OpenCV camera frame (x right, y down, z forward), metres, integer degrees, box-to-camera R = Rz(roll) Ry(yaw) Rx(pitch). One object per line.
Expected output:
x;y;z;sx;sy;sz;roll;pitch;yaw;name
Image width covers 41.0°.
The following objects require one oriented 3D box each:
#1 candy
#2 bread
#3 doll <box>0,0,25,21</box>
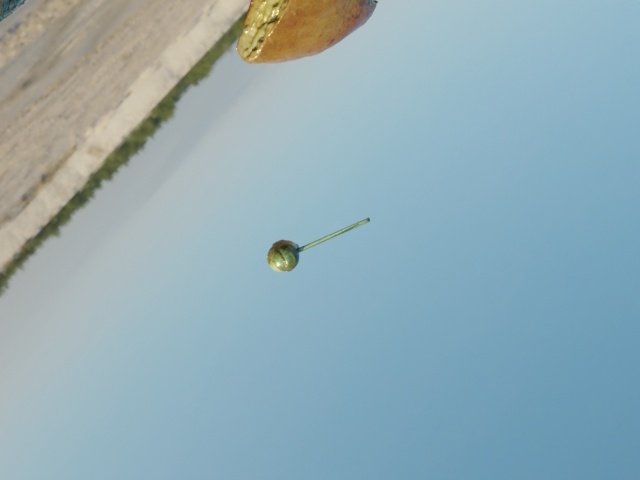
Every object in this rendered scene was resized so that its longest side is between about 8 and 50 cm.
0.000;0.000;1.481;0.203;0.061;0.061;-23;-173;-19;candy
-0.014;-0.189;0.680;0.136;0.054;0.154;-48;150;-11;bread
-0.486;-0.386;1.138;0.350;0.247;0.247;-32;-174;-28;doll
